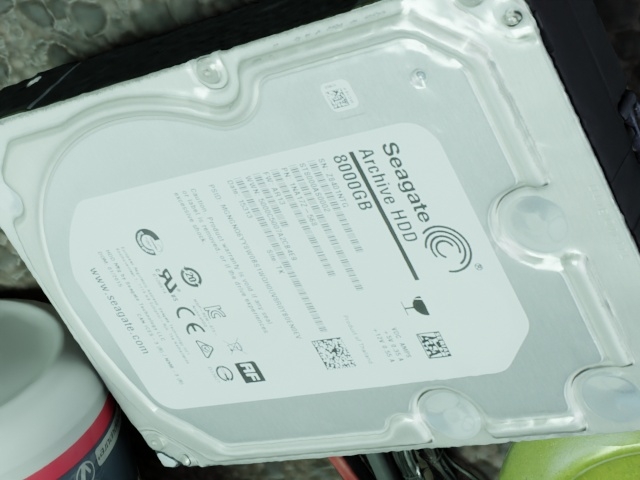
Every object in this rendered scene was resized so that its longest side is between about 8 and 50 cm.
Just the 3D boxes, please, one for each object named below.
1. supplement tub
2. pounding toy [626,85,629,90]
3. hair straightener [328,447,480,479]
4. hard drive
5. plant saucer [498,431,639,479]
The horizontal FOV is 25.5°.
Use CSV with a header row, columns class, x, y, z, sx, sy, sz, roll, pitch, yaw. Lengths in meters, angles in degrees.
class,x,y,z,sx,sy,sz,roll,pitch,yaw
supplement tub,-0.195,0.190,0.854,0.191,0.191,0.272,-3,118,15
pounding toy,0.066,-0.023,0.740,0.206,0.094,0.181,-11,119,37
hair straightener,0.041,0.121,0.844,0.089,0.047,0.230,-22,110,23
hard drive,0.000,0.000,0.687,0.339,0.064,0.237,-11,119,35
plant saucer,0.216,0.186,0.827,0.241,0.037,0.241,10,120,17
